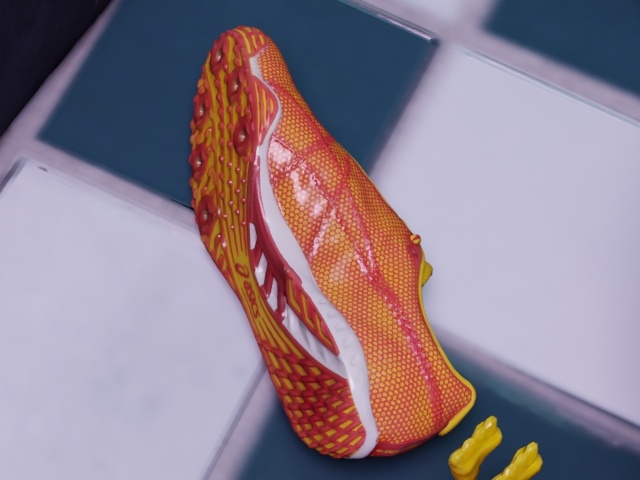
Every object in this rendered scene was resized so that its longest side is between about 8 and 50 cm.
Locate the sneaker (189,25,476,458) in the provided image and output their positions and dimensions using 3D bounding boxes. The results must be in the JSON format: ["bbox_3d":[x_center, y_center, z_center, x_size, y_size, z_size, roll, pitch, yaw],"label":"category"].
[{"bbox_3d":[0.000,0.000,0.720,0.067,0.064,0.175,-7,65,-34],"label":"sneaker"}]

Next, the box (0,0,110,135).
[{"bbox_3d":[-0.247,-0.126,0.678,0.296,0.182,0.294,29,62,9],"label":"box"}]

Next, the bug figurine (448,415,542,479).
[{"bbox_3d":[0.049,0.186,0.605,0.279,0.072,0.216,-39,69,-22],"label":"bug figurine"}]
